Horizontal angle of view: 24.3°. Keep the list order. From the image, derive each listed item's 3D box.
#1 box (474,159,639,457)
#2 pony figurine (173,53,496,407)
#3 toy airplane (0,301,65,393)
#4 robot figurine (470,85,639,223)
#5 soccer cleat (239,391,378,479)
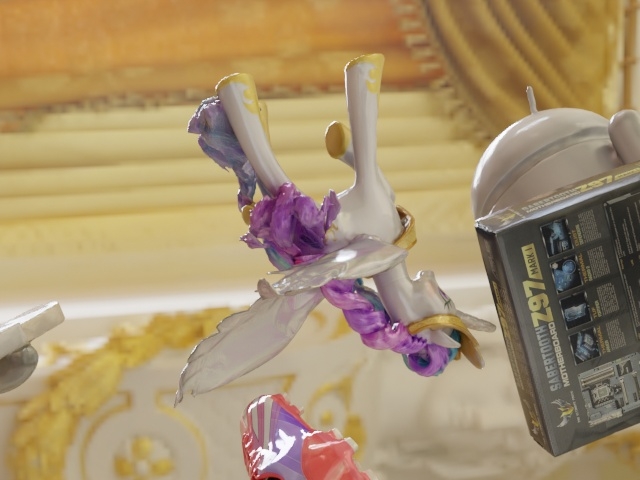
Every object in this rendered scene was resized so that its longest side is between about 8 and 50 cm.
[{"bbox_3d":[0.260,0.062,1.380,0.059,0.183,0.232,-143,-146,-70],"label":"box"},{"bbox_3d":[0.000,0.000,1.561,0.303,0.351,0.363,-38,-110,50],"label":"pony figurine"},{"bbox_3d":[-0.466,0.182,1.573,0.384,0.386,0.272,-109,-168,-67],"label":"toy airplane"},{"bbox_3d":[0.301,-0.008,1.690,0.300,0.200,0.353,-56,-129,37],"label":"robot figurine"},{"bbox_3d":[-0.036,0.198,1.327,0.083,0.095,0.248,62,-17,-16],"label":"soccer cleat"}]
